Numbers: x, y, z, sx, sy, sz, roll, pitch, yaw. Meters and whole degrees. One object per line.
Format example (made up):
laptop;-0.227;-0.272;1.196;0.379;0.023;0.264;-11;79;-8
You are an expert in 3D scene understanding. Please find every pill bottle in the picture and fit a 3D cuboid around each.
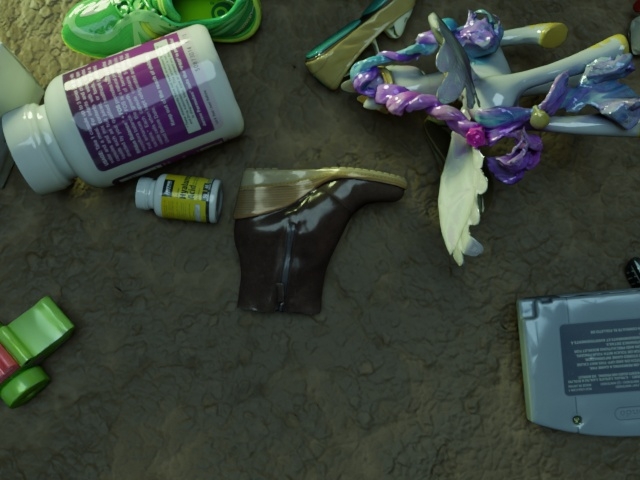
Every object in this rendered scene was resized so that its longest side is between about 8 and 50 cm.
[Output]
pill bottle;-0.202;-0.062;1.121;0.117;0.065;0.065;6;80;2
pill bottle;-0.272;-0.174;1.089;0.302;0.169;0.169;-22;81;-4

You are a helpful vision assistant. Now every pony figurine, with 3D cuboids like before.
pony figurine;0.222;-0.180;1.027;0.364;0.351;0.302;-8;122;-1

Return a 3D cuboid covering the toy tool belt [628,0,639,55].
toy tool belt;0.494;-0.317;1.176;0.051;0.052;0.083;6;82;-30

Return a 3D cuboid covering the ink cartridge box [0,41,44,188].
ink cartridge box;-0.548;-0.202;1.095;0.233;0.168;0.171;17;80;3

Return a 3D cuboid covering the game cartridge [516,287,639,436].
game cartridge;0.424;0.164;1.065;0.298;0.062;0.198;-5;95;3

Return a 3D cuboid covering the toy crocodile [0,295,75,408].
toy crocodile;-0.485;0.204;1.055;0.341;0.105;0.115;-37;82;-6

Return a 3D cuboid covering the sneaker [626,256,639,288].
sneaker;0.477;0.068;1.110;0.044;0.040;0.109;-33;90;-9

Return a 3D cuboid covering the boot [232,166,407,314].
boot;0.000;0.000;1.115;0.249;0.090;0.206;0;92;-1

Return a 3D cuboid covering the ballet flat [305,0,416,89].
ballet flat;0.079;-0.315;1.172;0.232;0.080;0.073;-41;110;-4

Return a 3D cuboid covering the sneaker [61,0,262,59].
sneaker;-0.236;-0.341;1.141;0.296;0.123;0.109;-9;80;-1

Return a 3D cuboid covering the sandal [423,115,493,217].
sandal;0.198;-0.106;1.139;0.072;0.049;0.180;-15;65;-9
